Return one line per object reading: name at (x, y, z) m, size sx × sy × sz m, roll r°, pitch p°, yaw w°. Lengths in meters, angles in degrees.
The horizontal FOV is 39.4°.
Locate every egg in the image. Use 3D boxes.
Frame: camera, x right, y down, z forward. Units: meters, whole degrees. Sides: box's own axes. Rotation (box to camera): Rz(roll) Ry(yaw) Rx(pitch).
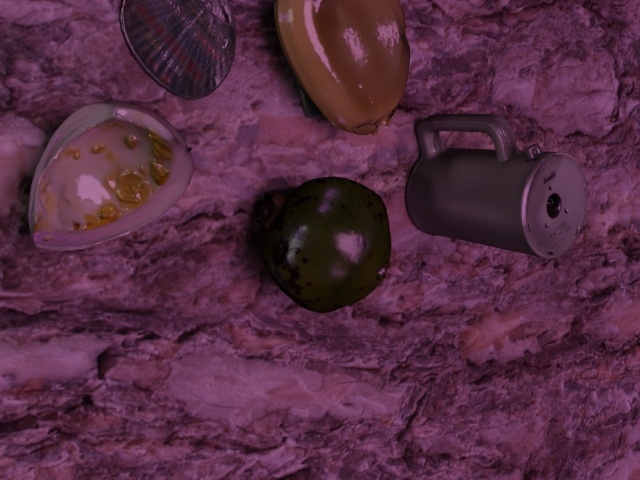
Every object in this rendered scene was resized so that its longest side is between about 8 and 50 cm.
egg at (-0.330, -0.115, 1.363) m, size 0.271 × 0.162 × 0.206 m, roll -34°, pitch 160°, yaw 7°

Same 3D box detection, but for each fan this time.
fan at (-0.224, -0.390, 1.489) m, size 0.223 × 0.012 × 0.294 m, roll 13°, pitch 90°, yaw -39°

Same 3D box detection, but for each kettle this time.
kettle at (0.334, -0.103, 1.793) m, size 0.265 × 0.318 × 0.205 m, roll 40°, pitch 74°, yaw -36°

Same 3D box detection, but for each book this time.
book at (-0.006, -0.307, 1.675) m, size 0.103 × 0.017 × 0.135 m, roll -29°, pitch 116°, yaw -34°

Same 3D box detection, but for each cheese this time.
cheese at (0.059, -0.343, 1.637) m, size 0.259 × 0.128 × 0.316 m, roll -35°, pitch 114°, yaw -21°

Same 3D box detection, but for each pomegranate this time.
pomegranate at (0.000, 0.000, 1.610) m, size 0.270 × 0.254 × 0.254 m, roll 26°, pitch 80°, yaw -1°
